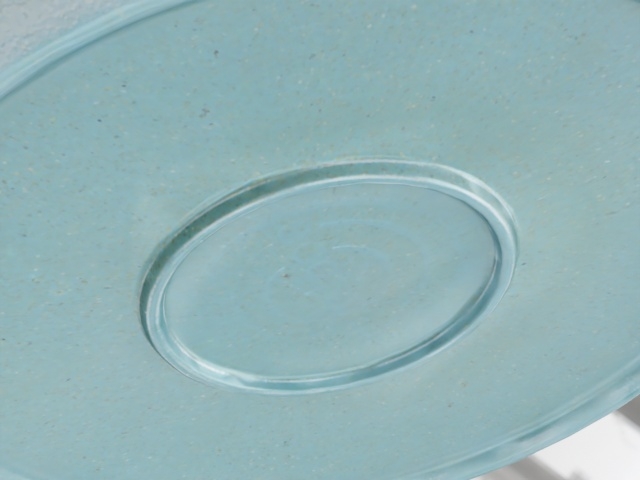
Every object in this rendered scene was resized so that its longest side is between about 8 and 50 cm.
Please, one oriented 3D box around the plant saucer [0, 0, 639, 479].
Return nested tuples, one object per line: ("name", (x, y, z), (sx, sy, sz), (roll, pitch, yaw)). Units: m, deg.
("plant saucer", (0.000, 0.000, 0.448), (0.317, 0.044, 0.318), (-9, 145, -6))
